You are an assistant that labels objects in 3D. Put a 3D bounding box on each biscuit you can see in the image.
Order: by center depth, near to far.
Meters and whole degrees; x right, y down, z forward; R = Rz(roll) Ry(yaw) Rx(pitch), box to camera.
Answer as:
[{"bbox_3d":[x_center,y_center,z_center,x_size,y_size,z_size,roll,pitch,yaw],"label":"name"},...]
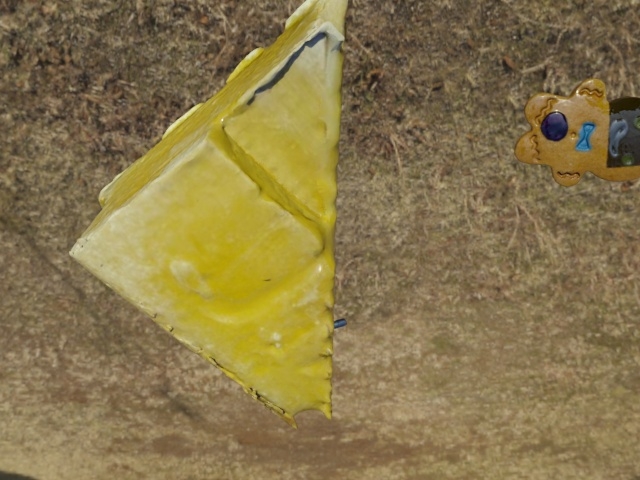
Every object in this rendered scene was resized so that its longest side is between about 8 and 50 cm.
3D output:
[{"bbox_3d":[0.449,-0.173,0.928,0.236,0.039,0.180,8,113,10],"label":"biscuit"}]

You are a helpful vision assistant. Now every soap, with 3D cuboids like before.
[{"bbox_3d":[0.000,0.000,0.548,0.304,0.169,0.339,-35,119,18],"label":"soap"}]

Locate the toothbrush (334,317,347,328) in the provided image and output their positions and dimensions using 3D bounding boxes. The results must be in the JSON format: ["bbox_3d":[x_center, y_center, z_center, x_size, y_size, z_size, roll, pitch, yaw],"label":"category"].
[{"bbox_3d":[-0.054,0.188,1.071,0.219,0.016,0.019,-18,169,-6],"label":"toothbrush"}]
